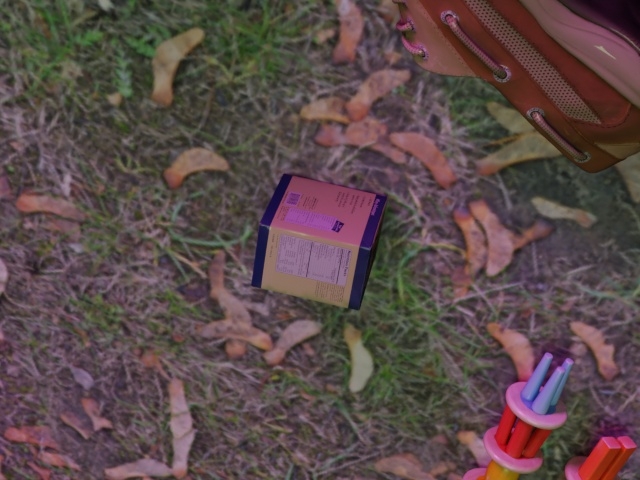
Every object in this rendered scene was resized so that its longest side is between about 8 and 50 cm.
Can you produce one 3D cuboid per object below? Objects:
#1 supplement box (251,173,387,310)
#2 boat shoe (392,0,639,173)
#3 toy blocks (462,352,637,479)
[{"bbox_3d":[0.000,0.000,0.962,0.083,0.083,0.056,13,122,5],"label":"supplement box"},{"bbox_3d":[0.102,-0.156,0.832,0.324,0.122,0.120,38,123,-10],"label":"boat shoe"},{"bbox_3d":[0.196,0.166,1.035,0.123,0.054,0.148,21,121,0],"label":"toy blocks"}]
